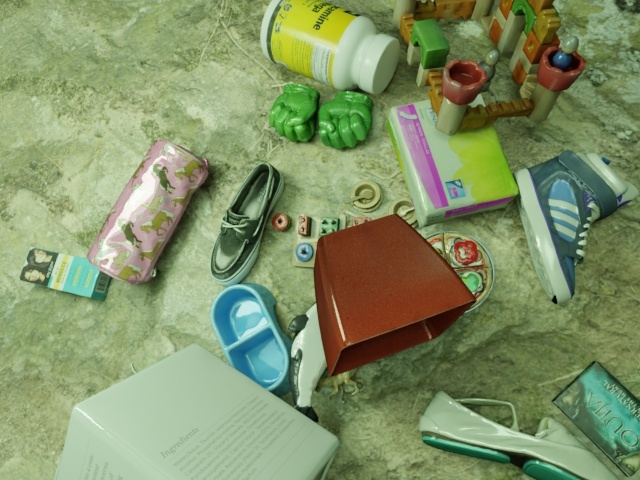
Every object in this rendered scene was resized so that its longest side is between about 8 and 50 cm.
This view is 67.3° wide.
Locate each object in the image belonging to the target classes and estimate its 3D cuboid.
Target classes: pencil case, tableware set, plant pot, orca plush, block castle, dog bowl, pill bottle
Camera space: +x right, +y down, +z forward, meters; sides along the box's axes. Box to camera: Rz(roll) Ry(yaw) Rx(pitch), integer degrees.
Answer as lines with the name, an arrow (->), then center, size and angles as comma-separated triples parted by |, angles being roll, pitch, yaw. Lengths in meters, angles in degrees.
pencil case -> -0.443, -0.077, 1.259 | 0.160, 0.167, 0.386 | 18, 79, 48
tableware set -> 0.158, -0.092, 1.183 | 0.194, 0.039, 0.128 | 26, 82, 18
plant pot -> 0.111, 0.103, 0.996 | 0.267, 0.267, 0.236 | -17, 67, -12
orca plush -> -0.010, 0.265, 1.106 | 0.151, 0.102, 0.287 | 6, 69, -12
block castle -> 0.355, -0.475, 1.079 | 0.303, 0.213, 0.453 | -9, 60, -6
dog bowl -> -0.162, 0.234, 1.154 | 0.166, 0.074, 0.297 | -31, 70, 4
pill bottle -> 0.026, -0.504, 1.246 | 0.334, 0.188, 0.188 | 28, 83, 18

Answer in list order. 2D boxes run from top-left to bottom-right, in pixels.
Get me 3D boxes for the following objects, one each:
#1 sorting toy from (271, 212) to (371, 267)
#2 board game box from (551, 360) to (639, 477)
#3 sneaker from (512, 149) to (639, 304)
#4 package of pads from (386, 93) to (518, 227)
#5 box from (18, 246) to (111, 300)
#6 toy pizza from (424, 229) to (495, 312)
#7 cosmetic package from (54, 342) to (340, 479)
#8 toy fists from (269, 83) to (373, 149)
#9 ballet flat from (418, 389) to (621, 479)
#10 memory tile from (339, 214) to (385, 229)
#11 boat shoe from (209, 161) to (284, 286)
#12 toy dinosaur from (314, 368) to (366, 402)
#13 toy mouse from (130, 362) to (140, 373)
sorting toy -> 0.000, 0.000, 1.175 | 0.274, 0.046, 0.132 | 3, 84, 20
board game box -> 0.586, 0.356, 0.969 | 0.126, 0.026, 0.186 | -43, 70, -1
sneaker -> 0.567, -0.042, 1.024 | 0.236, 0.130, 0.323 | -13, 67, 14
package of pads -> 0.305, -0.198, 1.124 | 0.229, 0.101, 0.297 | -13, 72, -4
box -> -0.699, 0.090, 1.325 | 0.244, 0.060, 0.101 | 10, 78, 15
toy pizza -> 0.298, 0.071, 1.110 | 0.201, 0.032, 0.201 | -3, 75, 12
cosmetic package -> -0.238, 0.473, 0.921 | 0.393, 0.327, 0.329 | 28, 110, 19
toy fists -> -0.002, -0.322, 1.254 | 0.279, 0.096, 0.142 | 13, 80, 15
ballet flat -> 0.403, 0.398, 0.959 | 0.400, 0.139, 0.139 | 13, 79, 17
memory tile -> 0.101, 0.004, 1.169 | 0.148, 0.012, 0.113 | -13, 79, 19
boat shoe -> -0.202, -0.050, 1.214 | 0.121, 0.119, 0.335 | 18, 80, 17
toy dinosaur -> 0.061, 0.305, 1.093 | 0.183, 0.053, 0.093 | -35, 69, 2
toy mouse -> -0.465, 0.375, 1.209 | 0.161, 0.031, 0.143 | -23, 71, 7
